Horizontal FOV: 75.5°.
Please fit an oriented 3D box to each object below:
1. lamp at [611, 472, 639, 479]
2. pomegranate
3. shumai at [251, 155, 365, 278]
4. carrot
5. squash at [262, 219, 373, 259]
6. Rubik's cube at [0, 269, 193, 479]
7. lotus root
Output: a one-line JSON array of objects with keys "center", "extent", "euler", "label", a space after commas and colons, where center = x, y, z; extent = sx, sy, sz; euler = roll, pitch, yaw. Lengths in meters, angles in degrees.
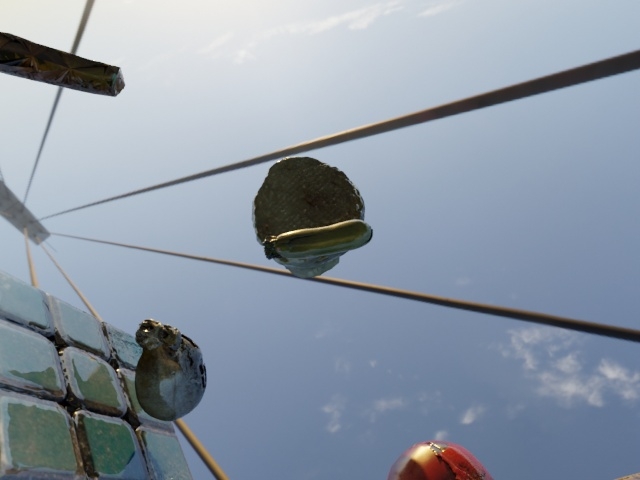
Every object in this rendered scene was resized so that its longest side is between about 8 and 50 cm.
[{"center": [0.304, 0.301, 0.365], "extent": [0.185, 0.161, 0.161], "euler": [-15, -137, -2], "label": "lamp"}, {"center": [0.224, 0.480, 0.735], "extent": [0.210, 0.210, 0.235], "euler": [-30, -140, -9], "label": "pomegranate"}, {"center": [-0.047, -0.034, 1.122], "extent": [0.309, 0.263, 0.304], "euler": [-22, -114, -23], "label": "shumai"}, {"center": [-0.451, -0.292, 0.687], "extent": [0.228, 0.069, 0.069], "euler": [10, -141, -20], "label": "carrot"}, {"center": [0.000, 0.000, 0.658], "extent": [0.183, 0.052, 0.052], "euler": [-9, -139, -14], "label": "squash"}, {"center": [-0.389, 0.268, 0.498], "extent": [0.303, 0.305, 0.301], "euler": [-40, -126, -5], "label": "Rubik's cube"}, {"center": [-0.188, 0.166, 0.519], "extent": [0.088, 0.165, 0.088], "euler": [3, -144, -2], "label": "lotus root"}]
